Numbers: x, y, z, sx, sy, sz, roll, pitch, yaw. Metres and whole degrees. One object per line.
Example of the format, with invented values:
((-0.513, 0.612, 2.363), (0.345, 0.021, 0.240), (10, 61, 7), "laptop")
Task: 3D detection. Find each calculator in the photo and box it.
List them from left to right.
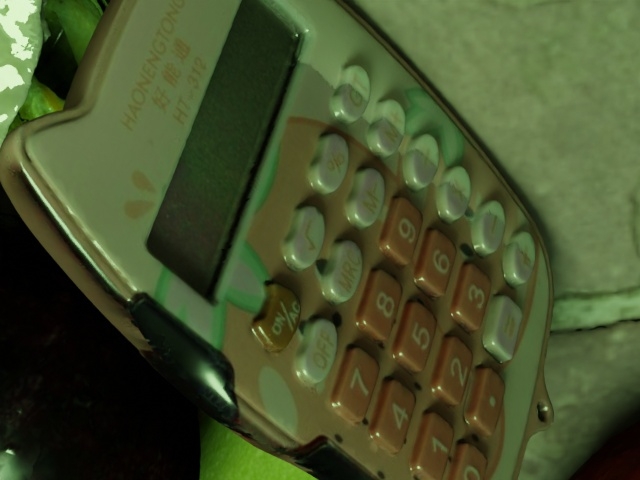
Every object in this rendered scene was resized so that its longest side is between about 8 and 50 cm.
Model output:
((0.000, 0.000, 0.798), (0.048, 0.220, 0.330), (-21, 130, 41), "calculator")

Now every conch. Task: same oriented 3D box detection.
((-0.129, -0.083, 0.803), (0.121, 0.074, 0.089), (31, 125, 22), "conch")

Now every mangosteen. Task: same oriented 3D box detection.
((-0.135, 0.069, 0.839), (0.211, 0.250, 0.211), (26, 139, 26), "mangosteen")

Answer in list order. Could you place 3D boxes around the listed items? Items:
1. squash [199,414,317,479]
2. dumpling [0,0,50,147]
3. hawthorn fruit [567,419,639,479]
((-0.025, 0.149, 0.942), (0.132, 0.132, 0.247), (21, 122, -18), "squash")
((-0.199, -0.114, 0.737), (0.172, 0.142, 0.247), (-7, 101, -6), "dumpling")
((0.216, 0.216, 0.916), (0.285, 0.285, 0.369), (7, 121, -10), "hawthorn fruit")
